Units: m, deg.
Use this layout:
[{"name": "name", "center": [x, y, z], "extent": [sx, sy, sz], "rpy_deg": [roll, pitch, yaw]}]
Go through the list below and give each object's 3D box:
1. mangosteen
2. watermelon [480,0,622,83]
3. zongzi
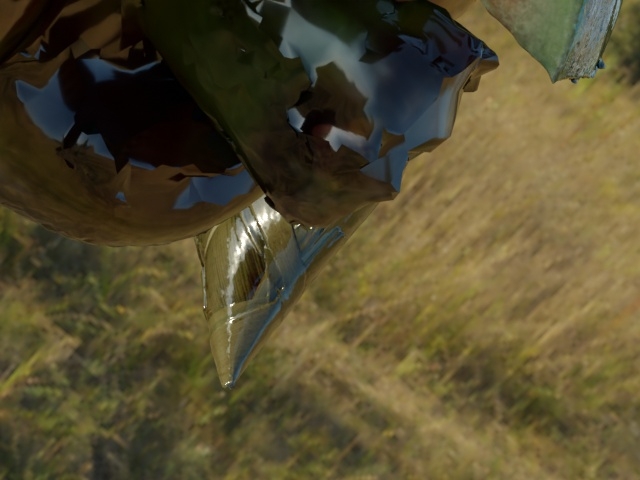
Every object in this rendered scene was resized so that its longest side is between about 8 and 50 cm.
[{"name": "mangosteen", "center": [-0.107, -0.195, 0.512], "extent": [0.381, 0.381, 0.421], "rpy_deg": [22, 59, -49]}, {"name": "watermelon", "center": [0.169, -0.287, 1.122], "extent": [0.302, 0.151, 0.264], "rpy_deg": [44, 26, 1]}, {"name": "zongzi", "center": [0.000, 0.000, 0.936], "extent": [0.081, 0.189, 0.178], "rpy_deg": [47, 23, -37]}]
